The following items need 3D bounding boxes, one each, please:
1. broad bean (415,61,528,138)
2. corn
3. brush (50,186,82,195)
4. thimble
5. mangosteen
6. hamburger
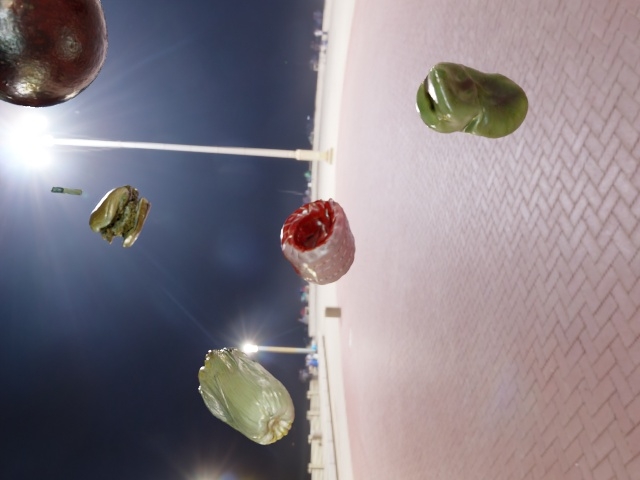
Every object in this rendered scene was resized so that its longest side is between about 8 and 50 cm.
[{"bbox_3d":[0.248,-0.234,0.808,0.072,0.206,0.153,-40,66,55],"label":"broad bean"},{"bbox_3d":[-0.171,0.335,1.089,0.305,0.122,0.123,16,96,50],"label":"corn"},{"bbox_3d":[-0.651,-0.128,1.253,0.013,0.083,0.016,82,-164,-69],"label":"brush"},{"bbox_3d":[-0.004,0.005,1.181,0.125,0.163,0.190,60,-149,-44],"label":"thimble"},{"bbox_3d":[-0.531,-0.379,0.848,0.300,0.300,0.300,-176,90,-88],"label":"mangosteen"},{"bbox_3d":[-0.537,-0.078,1.326,0.159,0.131,0.185,-42,27,43],"label":"hamburger"}]
